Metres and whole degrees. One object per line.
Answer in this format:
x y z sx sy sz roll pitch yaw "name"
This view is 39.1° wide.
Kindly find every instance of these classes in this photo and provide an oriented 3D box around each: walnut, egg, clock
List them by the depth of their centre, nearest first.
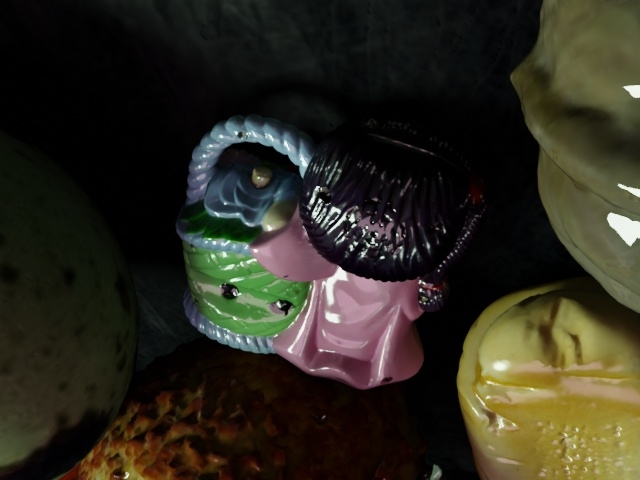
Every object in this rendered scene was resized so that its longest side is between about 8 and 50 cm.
0.187 -0.057 0.364 0.224 0.224 0.224 12 143 9 "walnut"
0.000 0.000 0.601 0.194 0.100 0.195 18 136 1 "clock"
-0.310 0.035 0.621 0.379 0.288 0.287 18 144 -2 "egg"

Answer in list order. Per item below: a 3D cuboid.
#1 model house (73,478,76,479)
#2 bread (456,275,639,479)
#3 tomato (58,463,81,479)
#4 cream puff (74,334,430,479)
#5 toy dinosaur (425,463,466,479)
-0.415 0.394 1.246 0.243 0.211 0.204 10 -162 -36 "model house"
0.200 0.151 0.671 0.172 0.121 0.311 0 129 19 "bread"
-0.360 0.193 0.946 0.289 0.176 0.335 27 142 -16 "tomato"
-0.072 0.198 0.715 0.350 0.350 0.229 -22 121 42 "cream puff"
0.150 0.264 0.931 0.108 0.032 0.220 24 153 -12 "toy dinosaur"
